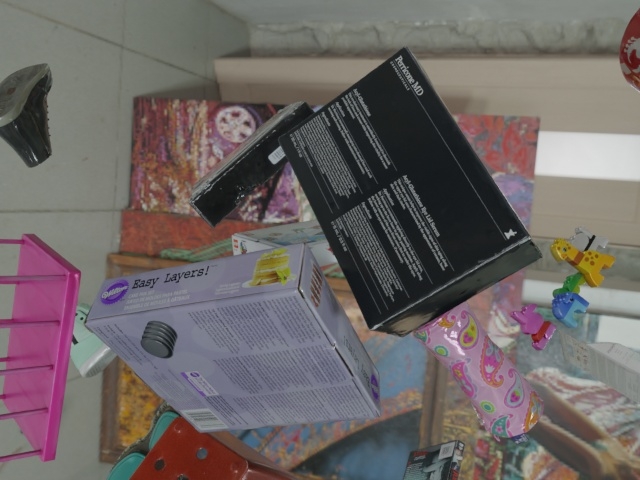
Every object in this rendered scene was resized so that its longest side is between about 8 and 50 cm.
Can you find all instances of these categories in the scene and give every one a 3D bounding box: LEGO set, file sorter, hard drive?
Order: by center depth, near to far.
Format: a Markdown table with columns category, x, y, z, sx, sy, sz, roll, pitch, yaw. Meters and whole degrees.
| category | x | y | z | sx | sy | sz | roll | pitch | yaw |
| --- | --- | --- | --- | --- | --- | --- | --- | --- | --- |
| file sorter | -0.488 | 0.153 | 0.895 | 0.182 | 0.202 | 0.290 | 2 | 104 | -43 |
| LEGO set | 0.386 | 0.054 | 0.995 | 0.227 | 0.093 | 0.087 | -53 | -179 | -16 |
| hard drive | -0.121 | -0.139 | 1.086 | 0.064 | 0.237 | 0.339 | 49 | -1 | -12 |

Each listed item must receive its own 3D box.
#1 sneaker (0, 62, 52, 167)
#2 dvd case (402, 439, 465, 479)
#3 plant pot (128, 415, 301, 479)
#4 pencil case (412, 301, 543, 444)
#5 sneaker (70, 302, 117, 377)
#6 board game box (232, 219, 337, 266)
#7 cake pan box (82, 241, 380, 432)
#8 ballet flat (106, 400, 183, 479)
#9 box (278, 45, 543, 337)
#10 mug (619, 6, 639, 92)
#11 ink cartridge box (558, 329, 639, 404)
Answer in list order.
| category | x | y | z | sx | sy | sz | roll | pitch | yaw |
| --- | --- | --- | --- | --- | --- | --- | --- | --- | --- |
| sneaker | -0.546 | -0.238 | 1.174 | 0.222 | 0.083 | 0.118 | -88 | 165 | -46 |
| dvd case | 0.102 | 0.261 | 0.619 | 0.087 | 0.013 | 0.119 | -44 | -160 | 52 |
| plant pot | -0.223 | 0.488 | 1.189 | 0.267 | 0.267 | 0.236 | -54 | 153 | -23 |
| pencil case | 0.288 | 0.233 | 1.145 | 0.284 | 0.124 | 0.124 | 52 | 31 | -8 |
| sneaker | -0.479 | 0.170 | 1.412 | 0.256 | 0.151 | 0.094 | -42 | 163 | -3 |
| board game box | 0.000 | 0.000 | 1.275 | 0.305 | 0.193 | 0.053 | -11 | 106 | -36 |
| cake pan box | -0.081 | 0.128 | 0.700 | 0.070 | 0.246 | 0.267 | -80 | 152 | -42 |
| ballet flat | -0.378 | 0.515 | 1.553 | 0.483 | 0.164 | 0.182 | -53 | 174 | 31 |
| box | 0.093 | -0.052 | 0.696 | 0.103 | 0.184 | 0.261 | 23 | 38 | -59 |
| mug | 0.295 | -0.138 | 0.436 | 0.150 | 0.113 | 0.169 | 61 | 8 | -30 |
| ink cartridge box | 0.743 | 0.314 | 1.629 | 0.056 | 0.225 | 0.181 | -45 | 138 | -13 |
